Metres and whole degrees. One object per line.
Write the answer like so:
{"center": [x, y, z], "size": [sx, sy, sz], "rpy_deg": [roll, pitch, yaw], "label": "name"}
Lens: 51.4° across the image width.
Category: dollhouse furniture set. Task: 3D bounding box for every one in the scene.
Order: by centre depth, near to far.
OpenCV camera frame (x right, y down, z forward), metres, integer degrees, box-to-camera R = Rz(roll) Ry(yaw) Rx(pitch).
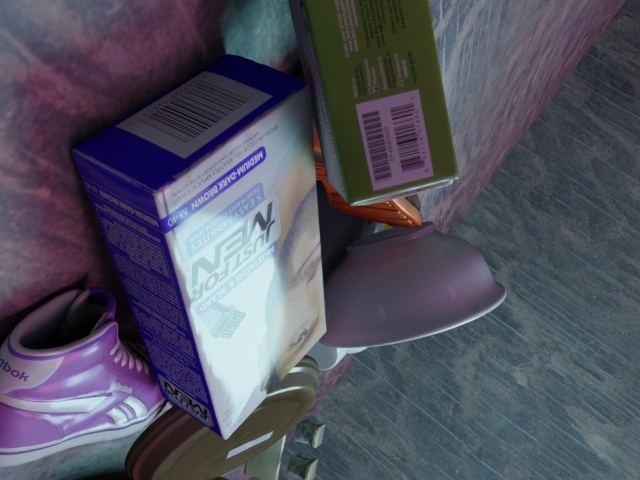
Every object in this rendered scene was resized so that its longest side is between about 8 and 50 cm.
{"center": [-0.107, 0.379, 1.394], "size": [0.161, 0.212, 0.242], "rpy_deg": [40, 60, -77], "label": "dollhouse furniture set"}

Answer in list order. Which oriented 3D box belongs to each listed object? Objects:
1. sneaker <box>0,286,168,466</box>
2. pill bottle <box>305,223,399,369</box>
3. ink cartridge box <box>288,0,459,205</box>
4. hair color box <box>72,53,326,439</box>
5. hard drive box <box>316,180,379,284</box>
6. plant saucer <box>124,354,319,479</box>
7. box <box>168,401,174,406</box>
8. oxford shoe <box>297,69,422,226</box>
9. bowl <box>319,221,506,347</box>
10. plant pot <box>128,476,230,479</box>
{"center": [-0.217, 0.121, 0.687], "size": [0.161, 0.102, 0.282], "rpy_deg": [-60, 164, 13], "label": "sneaker"}
{"center": [0.070, 0.103, 1.332], "size": [0.334, 0.188, 0.188], "rpy_deg": [-39, 159, -41], "label": "pill bottle"}
{"center": [0.031, -0.153, 0.631], "size": [0.097, 0.189, 0.255], "rpy_deg": [-15, -164, -5], "label": "ink cartridge box"}
{"center": [-0.092, 0.019, 0.653], "size": [0.185, 0.110, 0.339], "rpy_deg": [-43, 147, -34], "label": "hair color box"}
{"center": [0.000, 0.000, 1.082], "size": [0.232, 0.089, 0.181], "rpy_deg": [-48, 164, -20], "label": "hard drive box"}
{"center": [-0.115, 0.245, 0.867], "size": [0.278, 0.041, 0.278], "rpy_deg": [-27, 153, -15], "label": "plant saucer"}
{"center": [-0.126, 0.163, 0.959], "size": [0.154, 0.142, 0.300], "rpy_deg": [-40, 160, -35], "label": "box"}
{"center": [0.066, -0.110, 0.873], "size": [0.363, 0.130, 0.133], "rpy_deg": [36, 67, -62], "label": "oxford shoe"}
{"center": [0.123, 0.053, 1.022], "size": [0.297, 0.134, 0.298], "rpy_deg": [-15, -174, 2], "label": "bowl"}
{"center": [-0.278, 0.513, 0.992], "size": [0.366, 0.366, 0.353], "rpy_deg": [-50, 152, -12], "label": "plant pot"}
